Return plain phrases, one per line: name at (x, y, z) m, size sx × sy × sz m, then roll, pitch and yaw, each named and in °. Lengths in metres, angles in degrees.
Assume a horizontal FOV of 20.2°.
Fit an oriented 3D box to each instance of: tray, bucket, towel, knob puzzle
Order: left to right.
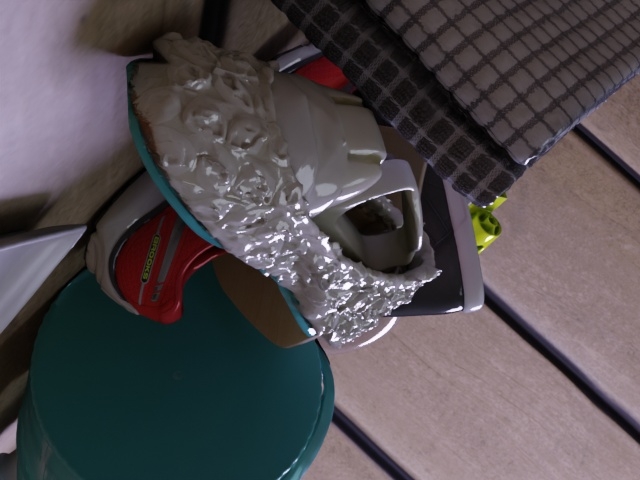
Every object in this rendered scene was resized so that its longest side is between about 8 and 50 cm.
tray at (-0.243, 0.047, 1.125) m, size 0.145 × 0.030 × 0.270 m, roll -50°, pitch 174°, yaw 13°
bucket at (-0.127, 0.145, 1.530) m, size 0.281 × 0.281 × 0.183 m, roll -45°, pitch 170°, yaw -24°
knob puzzle at (-0.007, -0.005, 1.474) m, size 0.213 × 0.213 × 0.030 m, roll -48°, pitch 156°, yaw 2°
towel at (0.110, -0.166, 1.295) m, size 0.121 × 0.235 × 0.284 m, roll -48°, pitch 174°, yaw 36°

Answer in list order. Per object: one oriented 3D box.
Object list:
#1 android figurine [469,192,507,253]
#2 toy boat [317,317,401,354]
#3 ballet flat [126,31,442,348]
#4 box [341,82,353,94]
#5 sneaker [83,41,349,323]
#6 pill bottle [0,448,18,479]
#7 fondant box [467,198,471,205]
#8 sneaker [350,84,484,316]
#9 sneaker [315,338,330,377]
android figurine at (0.168, -0.079, 2.476) m, size 0.056 × 0.248 × 0.273 m, roll 9°, pitch 140°, yaw -37°
toy boat at (0.000, 0.000, 1.853) m, size 0.151 × 0.231 × 0.151 m, roll -17°, pitch -154°, yaw 4°
ballet flat at (-0.007, -0.043, 1.248) m, size 0.147 × 0.147 × 0.409 m, roll -47°, pitch 155°, yaw -3°
box at (0.193, -0.292, 1.759) m, size 0.318 × 0.097 × 0.395 m, roll -46°, pitch 175°, yaw -35°
sneaker at (-0.060, -0.043, 1.428) m, size 0.279 × 0.118 × 0.107 m, roll -46°, pitch 175°, yaw -14°
pill bottle at (-0.190, 0.209, 1.730) m, size 0.278 × 0.162 × 0.162 m, roll -31°, pitch 175°, yaw 4°
fondant box at (0.087, -0.023, 2.269) m, size 0.238 × 0.096 × 0.330 m, roll -39°, pitch 179°, yaw 40°
sneaker at (0.035, -0.066, 1.536) m, size 0.147 × 0.295 × 0.104 m, roll -14°, pitch 179°, yaw -8°
sneaker at (-0.019, 0.036, 1.740) m, size 0.121 × 0.217 × 0.079 m, roll -31°, pitch -154°, yaw 7°
